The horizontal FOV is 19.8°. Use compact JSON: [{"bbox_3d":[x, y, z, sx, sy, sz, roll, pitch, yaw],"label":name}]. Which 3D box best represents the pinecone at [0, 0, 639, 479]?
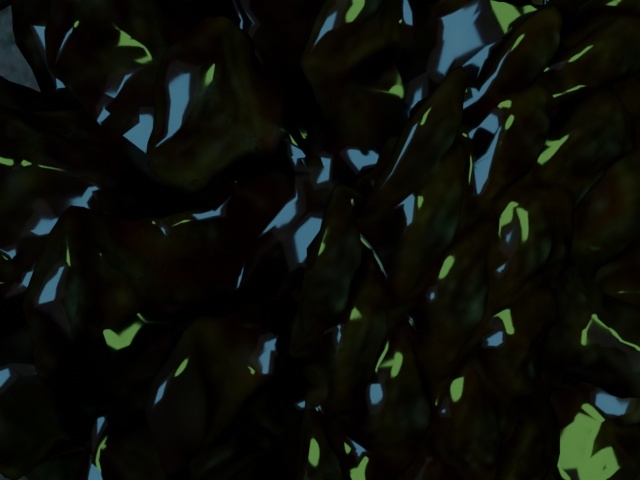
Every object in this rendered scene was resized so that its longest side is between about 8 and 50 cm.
[{"bbox_3d":[0.000,0.000,0.871,0.398,0.398,0.397,3,100,17],"label":"pinecone"}]

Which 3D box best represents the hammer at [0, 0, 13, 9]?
[{"bbox_3d":[-0.250,-0.215,1.091,0.201,0.021,0.078,45,109,5],"label":"hammer"}]
